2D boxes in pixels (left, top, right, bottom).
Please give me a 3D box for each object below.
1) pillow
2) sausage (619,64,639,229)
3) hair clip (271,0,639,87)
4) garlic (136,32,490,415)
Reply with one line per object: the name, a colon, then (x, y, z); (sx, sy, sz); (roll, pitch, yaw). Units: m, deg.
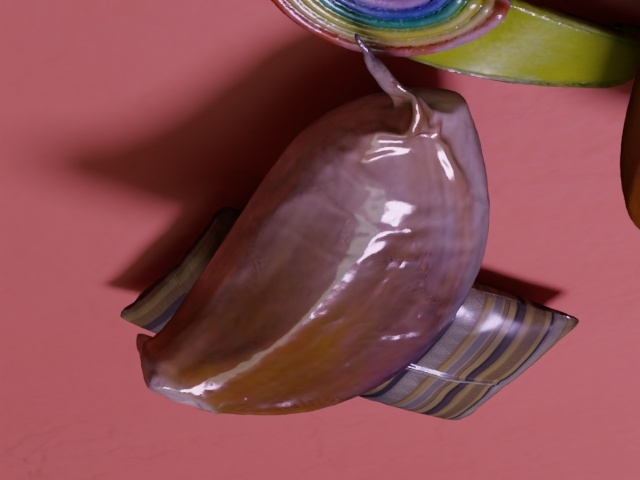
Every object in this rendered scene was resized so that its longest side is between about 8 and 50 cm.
pillow: (0.015, 0.040, 0.969); (0.203, 0.038, 0.113); (17, 142, -25)
sausage: (0.179, -0.085, 0.720); (0.105, 0.105, 0.274); (2, 147, -4)
hair clip: (0.051, -0.089, 0.774); (0.188, 0.033, 0.060); (16, 147, -24)
garlic: (0.011, -0.006, 0.827); (0.129, 0.090, 0.198); (-2, 140, -45)
